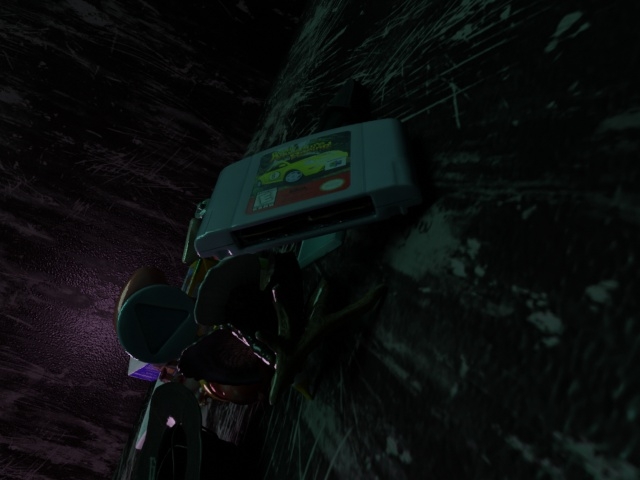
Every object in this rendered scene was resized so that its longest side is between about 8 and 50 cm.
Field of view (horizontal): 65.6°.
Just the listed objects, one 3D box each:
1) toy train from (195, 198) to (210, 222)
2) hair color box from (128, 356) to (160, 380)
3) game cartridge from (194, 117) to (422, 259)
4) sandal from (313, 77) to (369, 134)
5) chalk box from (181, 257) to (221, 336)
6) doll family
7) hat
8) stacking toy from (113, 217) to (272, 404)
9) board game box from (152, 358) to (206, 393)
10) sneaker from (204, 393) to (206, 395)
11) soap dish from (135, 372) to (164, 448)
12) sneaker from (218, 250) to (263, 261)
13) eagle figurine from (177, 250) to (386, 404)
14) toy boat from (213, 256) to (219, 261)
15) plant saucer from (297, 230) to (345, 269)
[{"bbox_3d":[-0.272,-0.062,1.502,0.334,0.142,0.190,-24,42,32],"label":"toy train"},{"bbox_3d":[-0.509,0.328,1.688,0.339,0.110,0.185,-34,45,31],"label":"hair color box"},{"bbox_3d":[-0.018,-0.078,0.678,0.295,0.060,0.196,-14,33,13],"label":"game cartridge"},{"bbox_3d":[0.018,-0.182,0.912,0.167,0.107,0.445,-55,20,29],"label":"sandal"},{"bbox_3d":[-0.261,0.161,1.231,0.289,0.180,0.179,-18,52,67],"label":"chalk box"},{"bbox_3d":[-0.203,0.215,1.014,0.118,0.163,0.262,-30,36,63],"label":"doll family"},{"bbox_3d":[-0.219,0.406,0.866,0.331,0.134,0.331,-26,58,51],"label":"hat"},{"bbox_3d":[-0.181,0.128,0.881,0.279,0.309,0.130,-61,22,-14],"label":"stacking toy"},{"bbox_3d":[-0.313,0.302,1.185,0.194,0.194,0.060,-45,28,52],"label":"board game box"},{"bbox_3d":[-0.319,0.318,1.382,0.084,0.083,0.214,-42,29,59],"label":"sneaker"},{"bbox_3d":[-0.440,0.478,1.491,0.229,0.118,0.290,-54,22,40],"label":"soap dish"},{"bbox_3d":[-0.219,0.054,1.415,0.121,0.099,0.262,-64,23,-12],"label":"sneaker"},{"bbox_3d":[-0.077,0.127,0.696,0.298,0.227,0.225,-179,90,-67],"label":"eagle figurine"},{"bbox_3d":[-0.341,0.048,1.670,0.231,0.151,0.151,-59,18,28],"label":"toy boat"},{"bbox_3d":[0.000,0.000,0.905,0.192,0.018,0.067,-36,35,62],"label":"plant saucer"}]
